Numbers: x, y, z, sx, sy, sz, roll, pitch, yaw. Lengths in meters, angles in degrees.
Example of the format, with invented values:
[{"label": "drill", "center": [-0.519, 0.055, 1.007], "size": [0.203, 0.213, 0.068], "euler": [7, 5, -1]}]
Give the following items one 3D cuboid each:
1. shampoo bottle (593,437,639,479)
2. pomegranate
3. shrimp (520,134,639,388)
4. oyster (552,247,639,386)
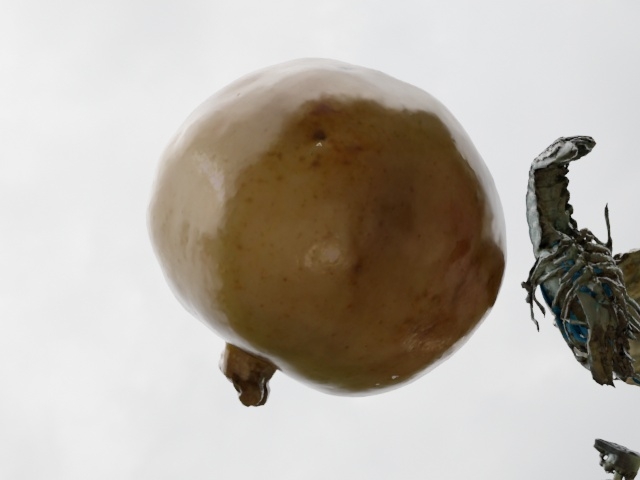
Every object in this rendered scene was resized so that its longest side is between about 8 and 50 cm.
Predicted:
[{"label": "shampoo bottle", "center": [0.283, 0.373, 1.270], "size": [0.098, 0.071, 0.310], "euler": [21, -87, -13]}, {"label": "pomegranate", "center": [0.000, 0.000, 1.283], "size": [0.411, 0.411, 0.412], "euler": [-9, -64, -20]}, {"label": "shrimp", "center": [0.178, 0.016, 0.788], "size": [0.082, 0.076, 0.174], "euler": [-13, -90, -31]}, {"label": "oyster", "center": [0.402, 0.099, 1.410], "size": [0.083, 0.222, 0.214], "euler": [-45, -22, -38]}]
